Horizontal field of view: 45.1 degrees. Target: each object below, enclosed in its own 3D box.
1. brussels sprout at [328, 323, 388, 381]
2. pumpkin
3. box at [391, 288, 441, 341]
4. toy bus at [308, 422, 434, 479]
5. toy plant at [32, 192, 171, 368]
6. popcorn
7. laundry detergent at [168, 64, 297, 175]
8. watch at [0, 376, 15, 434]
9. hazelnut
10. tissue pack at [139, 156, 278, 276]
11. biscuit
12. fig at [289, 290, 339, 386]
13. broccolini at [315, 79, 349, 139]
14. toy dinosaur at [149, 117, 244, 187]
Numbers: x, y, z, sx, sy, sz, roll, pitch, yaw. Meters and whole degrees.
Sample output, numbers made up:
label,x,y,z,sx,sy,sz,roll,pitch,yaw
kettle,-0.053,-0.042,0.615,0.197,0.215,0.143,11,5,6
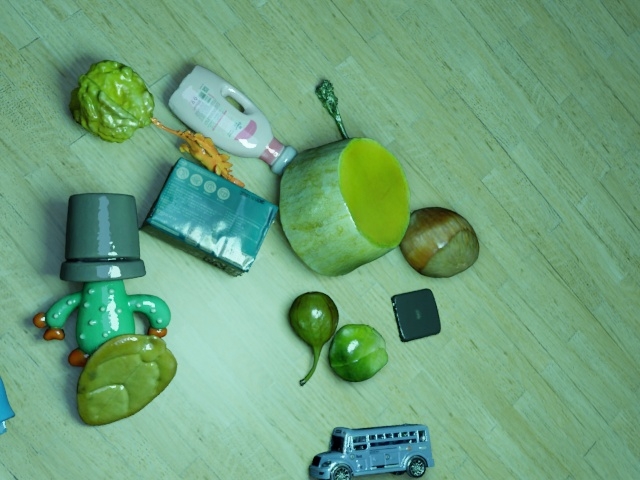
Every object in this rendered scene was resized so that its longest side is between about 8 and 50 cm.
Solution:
label,x,y,z,sx,sy,sz,roll,pitch,yaw
brussels sprout,0.086,0.273,1.902,0.155,0.117,0.155,16,68,-45
pumpkin,0.079,-0.086,1.869,0.332,0.199,0.332,8,78,-39
box,0.252,0.195,2.021,0.125,0.027,0.126,-9,82,-22
toy bus,0.118,0.512,1.862,0.292,0.125,0.133,0,79,-20
toy plant,-0.473,0.099,1.719,0.279,0.185,0.400,1,88,-39
popcorn,-0.489,-0.319,1.807,0.197,0.155,0.197,15,57,-24
laundry detergent,-0.209,-0.289,1.924,0.335,0.088,0.159,36,71,-10
watch,-0.779,0.339,1.517,0.305,0.274,0.241,-21,87,-26
hazelnut,0.303,0.002,2.000,0.214,0.176,0.214,23,36,-18
tissue pack,-0.265,-0.053,1.834,0.271,0.134,0.192,29,72,-12
biscuit,-0.436,0.313,1.707,0.260,0.041,0.203,-48,130,5
fig,-0.020,0.242,1.880,0.124,0.124,0.236,4,90,-18
broccolini,0.049,-0.309,2.036,0.051,0.054,0.239,-23,90,15
toy dinosaur,-0.276,-0.210,1.845,0.288,0.117,0.070,41,73,-33
